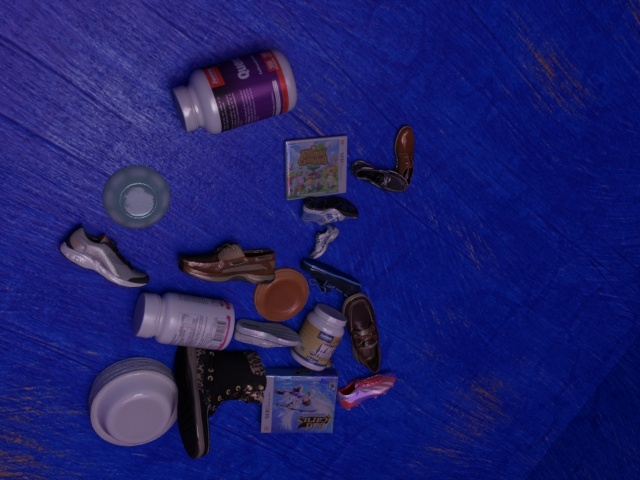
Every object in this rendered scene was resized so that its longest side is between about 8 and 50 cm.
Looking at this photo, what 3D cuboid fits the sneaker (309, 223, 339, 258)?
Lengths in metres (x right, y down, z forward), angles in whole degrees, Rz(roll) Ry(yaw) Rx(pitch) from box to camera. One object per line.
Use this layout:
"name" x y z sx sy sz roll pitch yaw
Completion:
"sneaker" 0.000 0.000 2.053 0.058 0.052 0.135 40 84 -22

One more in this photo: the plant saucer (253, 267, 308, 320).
"plant saucer" -0.129 0.190 2.074 0.199 0.037 0.200 -9 115 -21

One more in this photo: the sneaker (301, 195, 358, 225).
"sneaker" 0.028 -0.094 2.017 0.211 0.080 0.081 5 133 -27

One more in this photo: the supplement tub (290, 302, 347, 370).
"supplement tub" -0.005 0.336 2.126 0.144 0.144 0.200 22 101 -30

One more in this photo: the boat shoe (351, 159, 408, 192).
"boat shoe" 0.198 -0.200 2.013 0.206 0.065 0.075 21 117 -12

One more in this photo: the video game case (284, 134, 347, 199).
"video game case" -0.014 -0.235 1.958 0.212 0.023 0.194 -9 114 -21

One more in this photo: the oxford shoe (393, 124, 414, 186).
"oxford shoe" 0.293 -0.279 2.049 0.076 0.076 0.212 -7 112 -20

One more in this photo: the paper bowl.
"paper bowl" -0.588 0.530 1.945 0.284 0.148 0.285 -9 113 -22

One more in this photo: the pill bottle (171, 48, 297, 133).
"pill bottle" -0.239 -0.408 1.693 0.322 0.181 0.182 -21 118 -16

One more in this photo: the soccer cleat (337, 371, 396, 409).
"soccer cleat" 0.178 0.561 2.343 0.247 0.083 0.095 -25 114 -10

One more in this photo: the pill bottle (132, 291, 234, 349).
"pill bottle" -0.425 0.247 1.893 0.282 0.160 0.161 13 105 -28

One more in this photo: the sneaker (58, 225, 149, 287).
"sneaker" -0.611 0.054 1.768 0.271 0.100 0.108 34 89 -31

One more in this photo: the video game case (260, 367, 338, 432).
"video game case" -0.079 0.581 2.201 0.269 0.061 0.245 2 111 -7

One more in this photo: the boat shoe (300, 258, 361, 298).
"boat shoe" 0.033 0.145 2.090 0.258 0.109 0.089 27 102 -28

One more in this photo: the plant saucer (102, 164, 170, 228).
"plant saucer" -0.531 -0.120 1.766 0.194 0.037 0.195 -9 113 -20

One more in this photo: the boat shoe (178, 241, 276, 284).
"boat shoe" -0.285 0.062 1.914 0.323 0.122 0.120 6 103 -35

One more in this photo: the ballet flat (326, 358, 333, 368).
"ballet flat" -0.001 0.512 2.248 0.070 0.070 0.189 8 107 -27

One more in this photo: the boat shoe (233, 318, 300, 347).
"boat shoe" -0.185 0.327 2.076 0.226 0.083 0.076 18 119 -6

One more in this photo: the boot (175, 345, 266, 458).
"boot" -0.313 0.503 1.959 0.284 0.378 0.138 11 136 -33

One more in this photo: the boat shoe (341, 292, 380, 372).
"boat shoe" 0.163 0.342 2.196 0.123 0.123 0.342 -19 125 -14
